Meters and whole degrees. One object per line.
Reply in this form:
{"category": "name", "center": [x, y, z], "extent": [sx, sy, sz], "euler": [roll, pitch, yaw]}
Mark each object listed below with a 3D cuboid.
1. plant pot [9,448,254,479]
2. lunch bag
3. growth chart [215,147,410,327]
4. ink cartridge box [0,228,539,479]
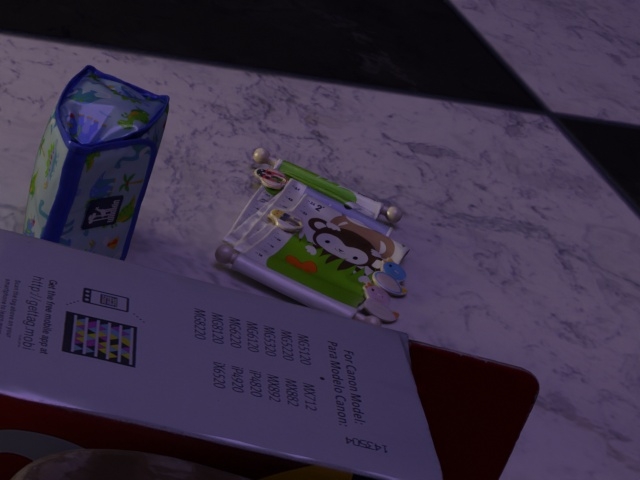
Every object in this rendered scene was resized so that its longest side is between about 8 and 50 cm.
{"category": "plant pot", "center": [-0.071, 0.237, 0.594], "extent": [0.323, 0.280, 0.323], "euler": [22, 10, -4]}
{"category": "lunch bag", "center": [-0.182, -0.047, 1.340], "extent": [0.096, 0.129, 0.151], "euler": [21, 26, 3]}
{"category": "growth chart", "center": [0.000, 0.000, 1.501], "extent": [0.172, 0.021, 0.237], "euler": [21, 27, -1]}
{"category": "ink cartridge box", "center": [-0.064, 0.181, 0.790], "extent": [0.272, 0.309, 0.130], "euler": [14, 27, -12]}
